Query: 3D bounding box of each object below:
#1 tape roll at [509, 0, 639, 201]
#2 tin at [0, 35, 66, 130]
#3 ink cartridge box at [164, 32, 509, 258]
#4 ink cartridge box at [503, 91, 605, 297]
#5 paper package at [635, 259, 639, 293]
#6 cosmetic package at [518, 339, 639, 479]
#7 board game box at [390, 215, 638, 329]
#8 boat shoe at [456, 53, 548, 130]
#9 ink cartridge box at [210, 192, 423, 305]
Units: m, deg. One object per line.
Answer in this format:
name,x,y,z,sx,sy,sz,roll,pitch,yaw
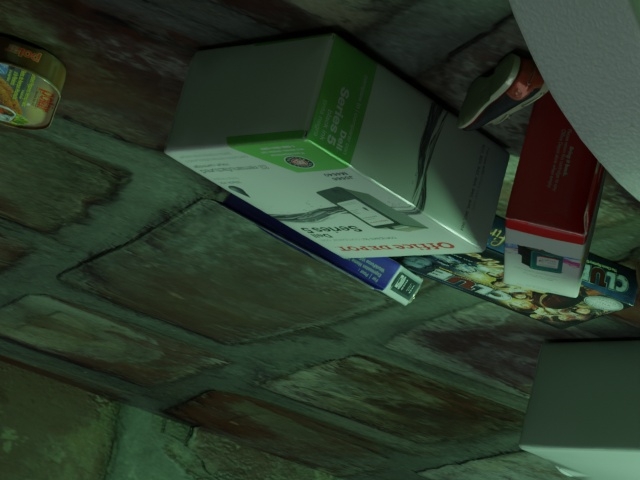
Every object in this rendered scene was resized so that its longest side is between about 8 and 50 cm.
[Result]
tape roll,0.235,-0.187,0.980,0.392,0.392,0.072,28,157,-35
tin,-0.325,-0.165,2.060,0.106,0.040,0.190,22,161,-9
ink cartridge box,0.020,-0.084,1.892,0.198,0.114,0.273,-3,155,45
ink cartridge box,0.221,-0.049,1.809,0.078,0.134,0.231,13,161,9
paper package,0.469,0.131,1.696,0.309,0.324,0.168,-22,150,12
cosmetic package,0.463,0.224,2.402,0.385,0.156,0.217,-2,155,44
board game box,0.212,0.030,2.197,0.243,0.042,0.165,21,161,-17
boat shoe,0.164,-0.129,1.763,0.043,0.049,0.137,18,157,-15
ink cartridge box,0.000,0.000,2.125,0.206,0.045,0.208,29,180,14
